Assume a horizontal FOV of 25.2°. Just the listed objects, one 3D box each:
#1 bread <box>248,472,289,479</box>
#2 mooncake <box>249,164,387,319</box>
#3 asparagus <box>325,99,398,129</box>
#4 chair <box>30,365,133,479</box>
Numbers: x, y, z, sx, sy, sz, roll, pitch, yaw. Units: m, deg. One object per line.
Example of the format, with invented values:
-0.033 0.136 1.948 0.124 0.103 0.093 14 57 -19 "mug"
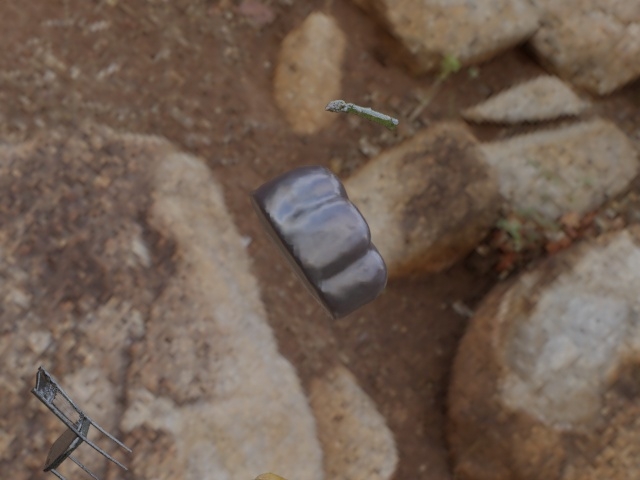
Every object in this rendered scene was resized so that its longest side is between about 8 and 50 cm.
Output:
-0.002 0.285 1.006 0.229 0.143 0.139 56 -20 -6 "bread"
0.000 0.000 2.144 0.245 0.133 0.245 61 -5 9 "mooncake"
0.042 -0.130 1.468 0.114 0.014 0.015 11 62 -48 "asparagus"
-0.161 0.123 0.902 0.086 0.042 0.037 48 12 -16 "chair"
